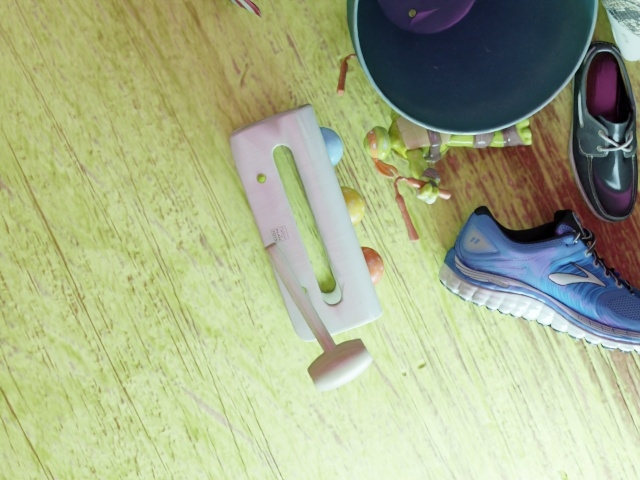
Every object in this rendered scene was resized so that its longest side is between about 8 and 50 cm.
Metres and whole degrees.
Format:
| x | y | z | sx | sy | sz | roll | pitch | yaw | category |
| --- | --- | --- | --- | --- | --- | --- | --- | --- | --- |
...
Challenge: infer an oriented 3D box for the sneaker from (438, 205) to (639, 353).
| x | y | z | sx | sy | sz | roll | pitch | yaw | category |
| --- | --- | --- | --- | --- | --- | --- | --- | --- | --- |
| 0.323 | 0.044 | 1.888 | 0.330 | 0.130 | 0.147 | 18 | 97 | -5 | sneaker |

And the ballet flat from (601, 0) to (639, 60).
| x | y | z | sx | sy | sz | roll | pitch | yaw | category |
| --- | --- | --- | --- | --- | --- | --- | --- | --- | --- |
| 0.475 | -0.259 | 1.833 | 0.483 | 0.182 | 0.164 | 22 | 56 | -18 | ballet flat |

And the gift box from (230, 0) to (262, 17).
| x | y | z | sx | sy | sz | roll | pitch | yaw | category |
| --- | --- | --- | --- | --- | --- | --- | --- | --- | --- |
| -0.056 | -0.422 | 1.731 | 0.258 | 0.255 | 0.276 | -27 | 91 | -14 | gift box |

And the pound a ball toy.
| x | y | z | sx | sy | sz | roll | pitch | yaw | category |
| --- | --- | --- | --- | --- | --- | --- | --- | --- | --- |
| 0.000 | 0.000 | 1.822 | 0.136 | 0.208 | 0.319 | -20 | 96 | -1 | pound a ball toy |

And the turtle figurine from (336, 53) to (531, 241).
| x | y | z | sx | sy | sz | roll | pitch | yaw | category |
| --- | --- | --- | --- | --- | --- | --- | --- | --- | --- |
| 0.145 | -0.128 | 1.870 | 0.217 | 0.087 | 0.269 | -15 | 64 | -8 | turtle figurine |

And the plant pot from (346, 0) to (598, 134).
| x | y | z | sx | sy | sz | roll | pitch | yaw | category |
| --- | --- | --- | --- | --- | --- | --- | --- | --- | --- |
| 0.155 | -0.291 | 1.782 | 0.290 | 0.195 | 0.290 | -5 | 111 | -12 | plant pot |

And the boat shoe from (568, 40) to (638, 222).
| x | y | z | sx | sy | sz | roll | pitch | yaw | category |
| --- | --- | --- | --- | --- | --- | --- | --- | --- | --- |
| 0.359 | -0.134 | 1.898 | 0.084 | 0.079 | 0.233 | -7 | 98 | -5 | boat shoe |
